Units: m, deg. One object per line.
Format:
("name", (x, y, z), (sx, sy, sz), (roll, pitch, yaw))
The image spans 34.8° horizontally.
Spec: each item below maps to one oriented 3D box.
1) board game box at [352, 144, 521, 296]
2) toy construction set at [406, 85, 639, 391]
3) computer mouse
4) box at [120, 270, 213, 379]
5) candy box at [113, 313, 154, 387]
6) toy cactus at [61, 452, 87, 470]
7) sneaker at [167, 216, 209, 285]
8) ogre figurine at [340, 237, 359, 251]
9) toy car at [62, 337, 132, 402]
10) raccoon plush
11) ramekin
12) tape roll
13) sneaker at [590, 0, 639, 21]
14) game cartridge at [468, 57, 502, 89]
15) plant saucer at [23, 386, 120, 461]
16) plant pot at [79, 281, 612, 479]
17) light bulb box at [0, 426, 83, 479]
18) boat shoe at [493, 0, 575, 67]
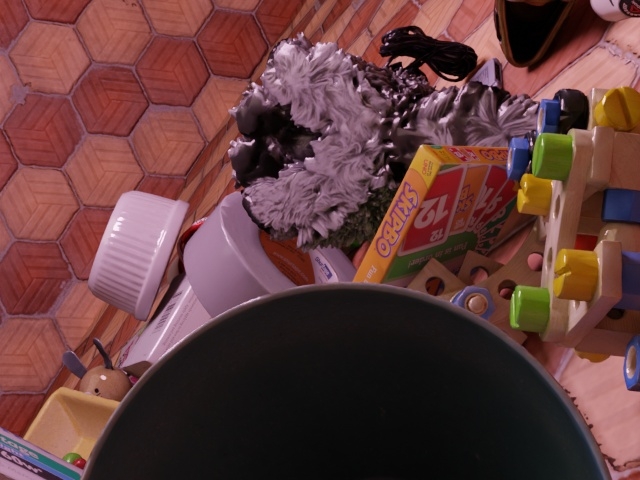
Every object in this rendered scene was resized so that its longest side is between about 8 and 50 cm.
("board game box", (0.082, 0.033, 0.888), (0.039, 0.124, 0.259), (50, 127, 34))
("toy construction set", (0.175, 0.010, 0.726), (0.327, 0.151, 0.215), (150, 127, -73))
("computer mouse", (0.079, -0.171, 1.372), (0.072, 0.188, 0.272), (48, 118, 33))
("box", (-0.201, 0.148, 1.596), (0.181, 0.119, 0.182), (-61, 15, -21))
("candy box", (-0.311, 0.211, 1.892), (0.233, 0.071, 0.159), (-45, 18, 34))
("toy cactus", (-0.318, 0.347, 1.199), (0.180, 0.112, 0.219), (67, -146, -56))
("sneaker", (-0.201, 0.023, 1.694), (0.270, 0.145, 0.090), (-20, 73, 37))
("ogre figurine", (0.000, 0.000, 1.345), (0.118, 0.096, 0.197), (-59, -28, -31))
("toy car", (-0.344, 0.250, 1.589), (0.155, 0.188, 0.149), (-23, -4, 35))
("raccoon plush", (0.115, -0.069, 1.104), (0.446, 0.299, 0.216), (23, 100, 33))
("ramekin", (-0.297, 0.018, 1.651), (0.207, 0.109, 0.207), (-159, 90, -84))
("tape roll", (-0.043, 0.046, 1.137), (0.072, 0.219, 0.219), (-47, 17, 23))
("sneaker", (0.343, -0.352, 0.990), (0.331, 0.122, 0.146), (-61, 18, -22))
("game cartridge", (0.205, -0.193, 1.282), (0.056, 0.017, 0.083), (-42, 19, 29))
("plant saucer", (-0.321, 0.379, 1.364), (0.332, 0.081, 0.333), (4, 56, 42))
("plant pot", (0.023, 0.193, 0.602), (0.290, 0.290, 0.195), (-59, -21, -14))
("light bulb box", (-0.340, 0.393, 1.000), (0.361, 0.358, 0.225), (-58, 27, -10))
("boat shoe", (0.243, -0.295, 1.082), (0.307, 0.110, 0.105), (74, -157, -67))
